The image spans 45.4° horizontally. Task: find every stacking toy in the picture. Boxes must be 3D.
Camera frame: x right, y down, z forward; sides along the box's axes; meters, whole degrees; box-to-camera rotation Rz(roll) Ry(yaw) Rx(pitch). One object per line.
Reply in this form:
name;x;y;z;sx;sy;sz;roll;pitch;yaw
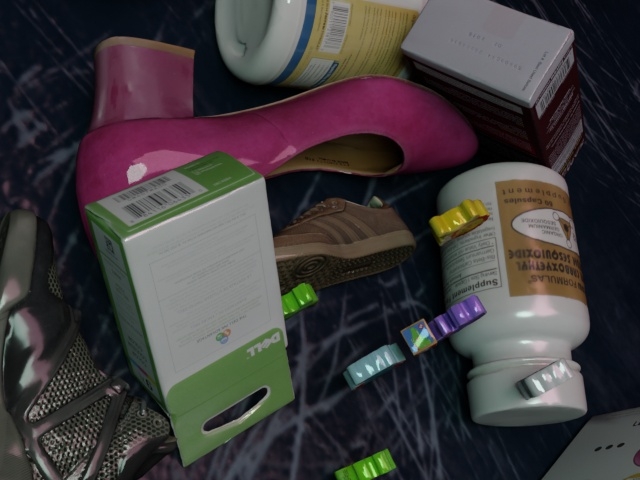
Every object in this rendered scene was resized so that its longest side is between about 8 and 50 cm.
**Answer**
stacking toy;0.076;0.085;0.636;0.221;0.052;0.167;-28;74;1

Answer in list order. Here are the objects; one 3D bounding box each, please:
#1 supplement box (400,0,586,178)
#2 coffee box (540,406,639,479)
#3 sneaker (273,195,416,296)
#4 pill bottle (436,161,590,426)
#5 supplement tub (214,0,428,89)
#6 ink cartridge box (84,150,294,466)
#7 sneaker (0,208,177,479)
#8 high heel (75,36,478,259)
supplement box;0.176;-0.136;0.732;0.130;0.239;0.073;31;88;25
coffee box;0.347;0.338;0.573;0.334;0.337;0.338;-32;88;-37
sneaker;0.000;0.000;0.691;0.188;0.066;0.071;-6;56;-39
pill bottle;0.184;0.053;0.728;0.131;0.131;0.229;12;63;-28
supplement tub;0.015;-0.214;0.733;0.199;0.144;0.144;-1;70;-33
ink cartridge box;-0.088;0.052;0.562;0.109;0.062;0.209;-28;129;-30
sneaker;-0.173;0.093;0.518;0.130;0.087;0.228;8;62;-38
high heel;-0.017;-0.051;0.665;0.377;0.127;0.181;4;71;-22
